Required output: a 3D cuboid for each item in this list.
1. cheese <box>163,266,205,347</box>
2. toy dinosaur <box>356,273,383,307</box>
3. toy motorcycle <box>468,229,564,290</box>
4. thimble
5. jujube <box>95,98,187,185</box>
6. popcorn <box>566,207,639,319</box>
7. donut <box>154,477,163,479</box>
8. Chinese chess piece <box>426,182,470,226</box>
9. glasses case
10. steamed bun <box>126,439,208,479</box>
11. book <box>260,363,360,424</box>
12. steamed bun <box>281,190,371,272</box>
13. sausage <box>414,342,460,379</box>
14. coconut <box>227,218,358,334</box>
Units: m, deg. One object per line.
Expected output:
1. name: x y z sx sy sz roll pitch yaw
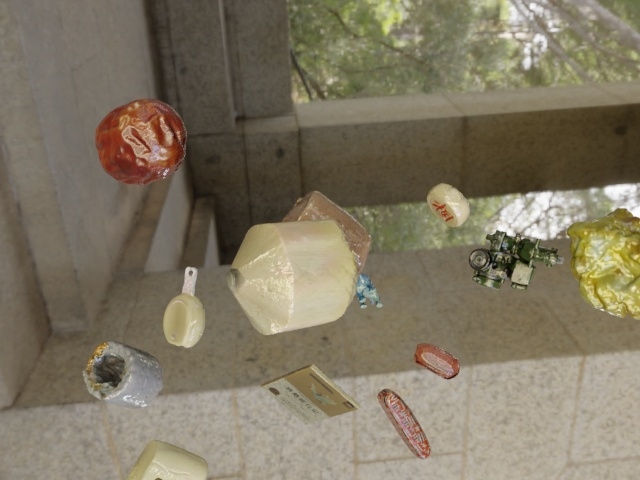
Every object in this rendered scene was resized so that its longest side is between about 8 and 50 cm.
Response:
1. cheese: -0.386 0.190 1.917 0.064 0.137 0.228 13 85 -59
2. toy dinosaur: 0.149 0.165 2.238 0.329 0.076 0.144 59 7 -43
3. toy motorcycle: 0.621 0.075 2.135 0.127 0.275 0.205 4 104 -59
4. thimble: -0.432 0.297 1.465 0.127 0.151 0.118 -57 143 -7
5. jujube: -0.378 -0.203 1.392 0.250 0.174 0.174 -2 -86 48
6. popcorn: 0.891 0.072 1.933 0.292 0.293 0.334 16 47 -59
7. donut: -0.339 0.602 1.402 0.174 0.074 0.190 -44 148 -76
8. Chinese chess piece: 0.332 -0.091 1.731 0.122 0.051 0.122 45 -13 14
9. glasses case: 0.203 0.434 1.593 0.195 0.049 0.073 58 -15 -11
10. steamed bun: -0.414 0.658 1.729 0.154 0.200 0.250 -4 -120 65
11. book: -0.039 0.510 2.180 0.310 0.217 0.021 -32 -161 48
12. steamed bun: 0.000 0.000 1.687 0.199 0.251 0.301 -67 -168 -24
13. sausage: 0.333 0.344 1.904 0.076 0.141 0.076 -63 178 -3
14. coconut: -0.069 0.071 1.345 0.239 0.244 0.239 24 -62 57
